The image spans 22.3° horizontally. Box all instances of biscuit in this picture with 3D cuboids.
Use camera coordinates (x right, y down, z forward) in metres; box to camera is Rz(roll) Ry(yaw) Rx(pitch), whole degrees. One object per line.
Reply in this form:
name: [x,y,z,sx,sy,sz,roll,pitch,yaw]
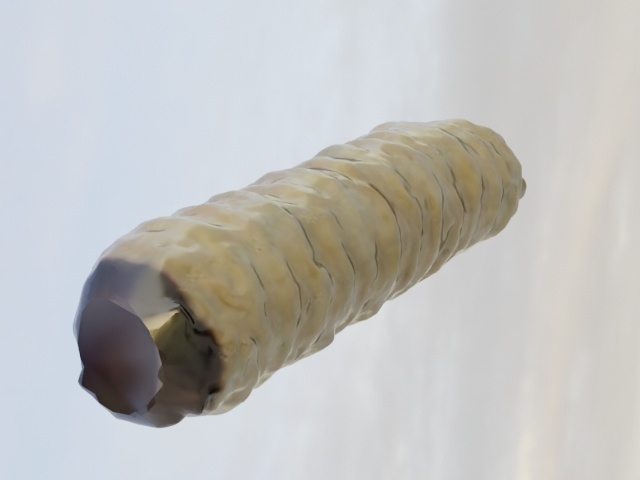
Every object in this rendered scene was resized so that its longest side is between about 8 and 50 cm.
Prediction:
biscuit: [0.000,0.000,0.505,0.219,0.061,0.055,-25,-48,-57]
